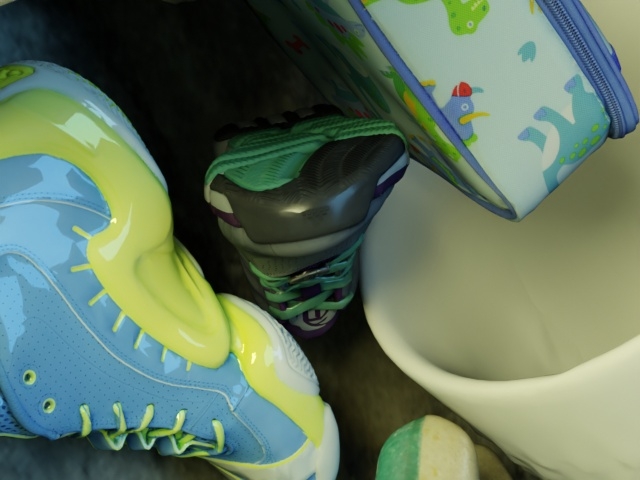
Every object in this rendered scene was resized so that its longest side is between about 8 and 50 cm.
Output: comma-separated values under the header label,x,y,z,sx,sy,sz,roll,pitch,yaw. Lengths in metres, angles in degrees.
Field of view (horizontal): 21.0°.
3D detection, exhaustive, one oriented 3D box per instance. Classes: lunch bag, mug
label,x,y,z,sx,sy,sz,roll,pitch,yaw
lunch bag,0.032,-0.105,0.743,0.090,0.219,0.176,-41,117,-4
mug,0.206,0.021,0.879,0.328,0.374,0.276,39,89,-31

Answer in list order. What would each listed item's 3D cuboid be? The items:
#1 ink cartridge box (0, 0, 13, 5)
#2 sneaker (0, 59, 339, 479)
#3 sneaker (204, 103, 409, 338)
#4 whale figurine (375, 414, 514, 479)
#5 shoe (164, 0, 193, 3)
label,x,y,z,sx,sy,sz,roll,pitch,yaw
ink cartridge box,-0.184,-0.167,0.448,0.197,0.270,0.198,37,52,-42
sneaker,-0.089,0.051,0.686,0.126,0.091,0.240,-50,122,-26
sneaker,0.000,0.000,0.733,0.223,0.083,0.098,-103,-178,-80
whale figurine,0.035,0.182,0.780,0.272,0.141,0.216,-57,141,-72
shoe,-0.121,-0.146,0.714,0.219,0.058,0.076,29,20,-54
